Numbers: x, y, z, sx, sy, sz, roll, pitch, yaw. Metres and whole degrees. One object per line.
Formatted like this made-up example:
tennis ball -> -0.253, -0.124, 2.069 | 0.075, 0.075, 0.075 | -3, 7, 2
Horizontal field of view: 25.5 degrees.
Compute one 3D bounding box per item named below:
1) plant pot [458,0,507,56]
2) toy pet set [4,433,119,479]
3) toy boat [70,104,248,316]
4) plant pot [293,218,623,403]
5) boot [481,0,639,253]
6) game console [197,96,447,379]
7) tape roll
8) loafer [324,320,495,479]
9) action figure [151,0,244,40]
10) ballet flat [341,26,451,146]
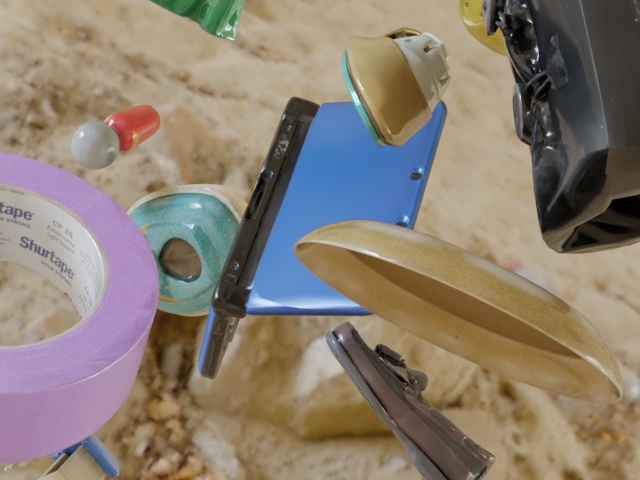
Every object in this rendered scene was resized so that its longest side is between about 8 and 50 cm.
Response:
plant pot -> 0.254, -0.334, 2.027 | 0.095, 0.134, 0.134 | 2, 43, -44
toy pet set -> -0.224, 0.168, 1.222 | 0.114, 0.122, 0.065 | 52, 45, -10
toy boat -> -0.230, -0.034, 1.978 | 0.148, 0.267, 0.318 | -35, 101, -48
plant pot -> 0.094, 0.043, 0.936 | 0.236, 0.032, 0.236 | 25, -10, 5
boot -> 0.165, -0.201, 1.030 | 0.367, 0.146, 0.445 | 61, 12, -72
game console -> 0.000, 0.000, 1.518 | 0.173, 0.250, 0.293 | 19, 55, 1
tape roll -> -0.274, 0.047, 1.154 | 0.275, 0.090, 0.274 | 12, 41, -11
loafer -> 0.121, 0.215, 1.883 | 0.302, 0.095, 0.109 | 54, -1, -17
action figure -> -0.095, -0.340, 1.499 | 0.137, 0.232, 0.063 | 23, 26, -24
ballet flat -> 0.056, -0.121, 0.999 | 0.080, 0.073, 0.232 | 62, 7, -13
